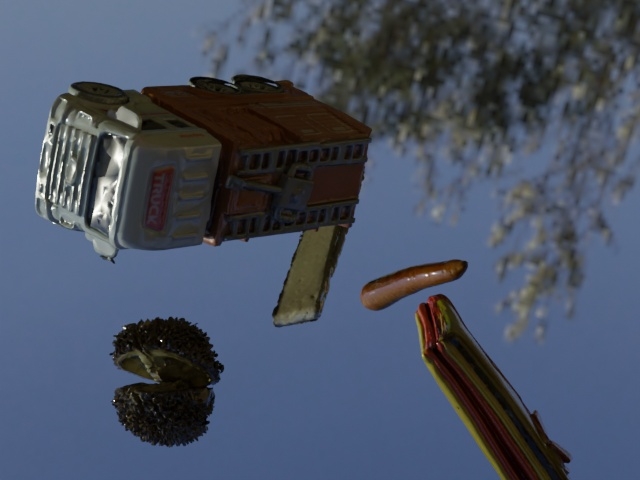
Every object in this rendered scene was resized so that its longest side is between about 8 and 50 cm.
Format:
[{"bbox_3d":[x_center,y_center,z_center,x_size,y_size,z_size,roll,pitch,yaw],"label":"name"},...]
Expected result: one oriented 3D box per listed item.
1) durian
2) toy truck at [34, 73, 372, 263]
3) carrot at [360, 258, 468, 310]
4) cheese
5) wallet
[{"bbox_3d":[-0.220,0.200,2.458,0.167,0.196,0.196,14,-161,9],"label":"durian"},{"bbox_3d":[-0.127,-0.084,2.000,0.207,0.173,0.387,26,-157,38],"label":"toy truck"},{"bbox_3d":[0.103,0.046,1.915,0.037,0.037,0.190,2,166,-31],"label":"carrot"},{"bbox_3d":[0.002,0.002,2.680,0.085,0.034,0.400,-16,-149,22],"label":"cheese"},{"bbox_3d":[0.184,0.170,1.798,0.241,0.067,0.141,55,-169,-17],"label":"wallet"}]
